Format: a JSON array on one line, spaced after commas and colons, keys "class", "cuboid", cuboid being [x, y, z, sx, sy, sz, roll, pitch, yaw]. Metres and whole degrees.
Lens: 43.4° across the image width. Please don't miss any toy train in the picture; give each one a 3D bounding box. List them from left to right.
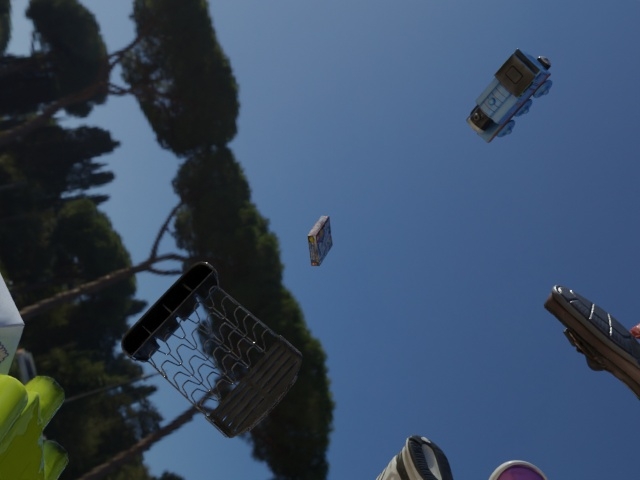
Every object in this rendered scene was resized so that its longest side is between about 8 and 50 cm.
[{"class": "toy train", "cuboid": [0.337, -0.259, 1.449, 0.184, 0.105, 0.080, -49, -115, 27]}]

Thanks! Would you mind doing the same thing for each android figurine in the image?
[{"class": "android figurine", "cuboid": [-0.298, 0.248, 0.711, 0.273, 0.056, 0.248, -73, 170, -65]}]

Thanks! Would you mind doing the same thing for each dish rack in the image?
[{"class": "dish rack", "cuboid": [-0.176, 0.190, 1.365, 0.271, 0.208, 0.074, 37, -14, 23]}]

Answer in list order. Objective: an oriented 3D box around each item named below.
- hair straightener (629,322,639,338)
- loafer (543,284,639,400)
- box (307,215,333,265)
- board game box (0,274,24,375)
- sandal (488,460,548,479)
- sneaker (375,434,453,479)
[{"class": "hair straightener", "cuboid": [0.645, 0.127, 1.376, 0.089, 0.230, 0.047, 55, -3, -14]}, {"class": "loafer", "cuboid": [0.472, 0.196, 1.281, 0.302, 0.109, 0.095, 38, -66, 9]}, {"class": "box", "cuboid": [0.000, 0.000, 2.249, 0.027, 0.137, 0.094, 1, -65, 18]}, {"class": "board game box", "cuboid": [-0.449, 0.094, 0.898, 0.319, 0.065, 0.318, 51, -54, 32]}, {"class": "sandal", "cuboid": [0.358, 0.600, 1.395, 0.102, 0.169, 0.417, 167, -71, -71]}, {"class": "sneaker", "cuboid": [0.216, 0.699, 1.882, 0.257, 0.169, 0.448, -53, -159, 24]}]
